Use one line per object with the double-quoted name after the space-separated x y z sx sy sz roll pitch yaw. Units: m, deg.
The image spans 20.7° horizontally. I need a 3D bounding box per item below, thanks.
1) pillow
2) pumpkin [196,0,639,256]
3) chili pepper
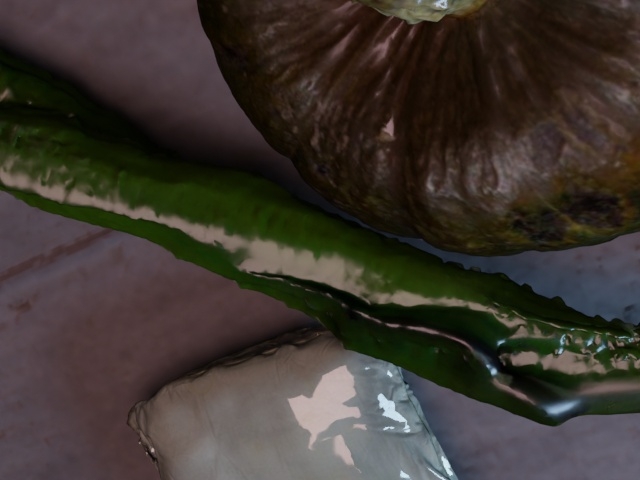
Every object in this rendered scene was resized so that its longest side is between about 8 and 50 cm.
0.018 0.145 0.782 0.128 0.051 0.229 -24 104 21 "pillow"
0.058 -0.113 0.588 0.260 0.189 0.260 11 118 22 "pumpkin"
0.000 0.000 0.715 0.359 0.085 0.076 19 123 2 "chili pepper"
